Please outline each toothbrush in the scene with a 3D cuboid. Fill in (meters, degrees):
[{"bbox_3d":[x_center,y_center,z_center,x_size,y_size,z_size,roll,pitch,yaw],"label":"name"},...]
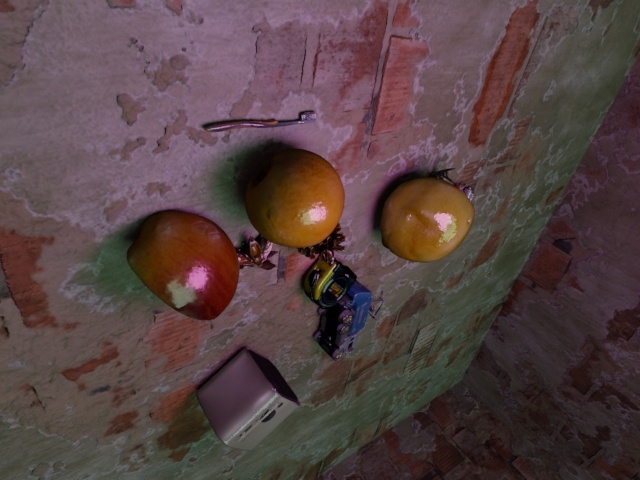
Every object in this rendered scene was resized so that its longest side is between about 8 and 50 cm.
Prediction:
[{"bbox_3d":[-0.140,-0.295,1.107,0.321,0.023,0.031,-19,128,-33],"label":"toothbrush"}]

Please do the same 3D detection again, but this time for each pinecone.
[{"bbox_3d":[0.005,-0.003,1.395,0.163,0.165,0.163,-22,132,-27],"label":"pinecone"}]

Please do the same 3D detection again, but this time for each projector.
[{"bbox_3d":[-0.260,0.575,1.606,0.249,0.248,0.248,-42,143,-5],"label":"projector"}]

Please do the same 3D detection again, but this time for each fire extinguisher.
[{"bbox_3d":[0.463,-0.186,1.714,0.075,0.106,0.252,-44,151,-45],"label":"fire extinguisher"}]

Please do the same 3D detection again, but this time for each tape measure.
[{"bbox_3d":[0.023,0.149,1.601,0.186,0.112,0.199,-52,137,-3],"label":"tape measure"}]

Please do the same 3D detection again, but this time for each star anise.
[{"bbox_3d":[-0.191,0.031,1.331,0.212,0.053,0.157,3,126,-40],"label":"star anise"}]

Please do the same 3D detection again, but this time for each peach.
[{"bbox_3d":[0.377,-0.075,1.587,0.315,0.314,0.281,-64,175,20],"label":"peach"}]

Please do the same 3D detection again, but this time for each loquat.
[{"bbox_3d":[-0.062,-0.099,1.166,0.275,0.275,0.275,-25,138,-25],"label":"loquat"}]

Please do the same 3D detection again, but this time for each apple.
[{"bbox_3d":[-0.323,0.072,1.146,0.346,0.179,0.254,40,62,-48],"label":"apple"}]

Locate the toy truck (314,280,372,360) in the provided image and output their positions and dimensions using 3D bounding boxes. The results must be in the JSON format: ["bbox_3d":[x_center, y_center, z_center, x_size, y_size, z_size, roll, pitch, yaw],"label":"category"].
[{"bbox_3d":[0.091,0.314,1.789,0.175,0.146,0.367,-20,136,-36],"label":"toy truck"}]

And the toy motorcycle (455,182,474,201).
[{"bbox_3d":[0.546,-0.121,1.860,0.171,0.110,0.260,15,108,-37],"label":"toy motorcycle"}]

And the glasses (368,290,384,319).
[{"bbox_3d":[0.264,0.288,1.997,0.104,0.062,0.140,-34,142,-17],"label":"glasses"}]
